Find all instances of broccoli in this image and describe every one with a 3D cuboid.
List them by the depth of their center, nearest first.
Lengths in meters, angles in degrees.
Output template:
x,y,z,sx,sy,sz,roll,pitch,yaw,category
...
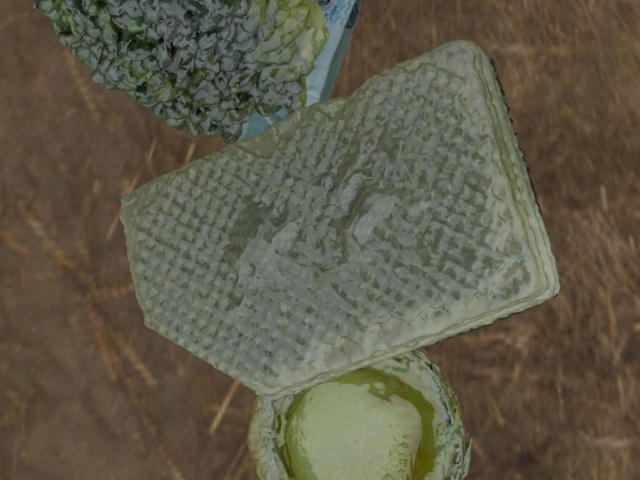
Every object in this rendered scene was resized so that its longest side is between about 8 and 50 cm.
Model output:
x,y,z,sx,sy,sz,roll,pitch,yaw,category
-0.078,-0.208,1.314,0.248,0.288,0.245,38,72,-9,broccoli

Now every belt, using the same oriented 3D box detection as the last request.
x,y,z,sx,sy,sz,roll,pitch,yaw,category
-0.036,-0.102,1.523,0.072,0.087,0.302,20,91,1,belt

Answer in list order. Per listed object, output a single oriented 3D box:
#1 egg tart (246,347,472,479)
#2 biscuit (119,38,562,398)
x,y,z,sx,sy,sz,roll,pitch,yaw,category
0.023,0.160,1.480,0.197,0.078,0.197,0,90,-26,egg tart
0.000,0.000,1.014,0.252,0.052,0.150,-22,73,30,biscuit
